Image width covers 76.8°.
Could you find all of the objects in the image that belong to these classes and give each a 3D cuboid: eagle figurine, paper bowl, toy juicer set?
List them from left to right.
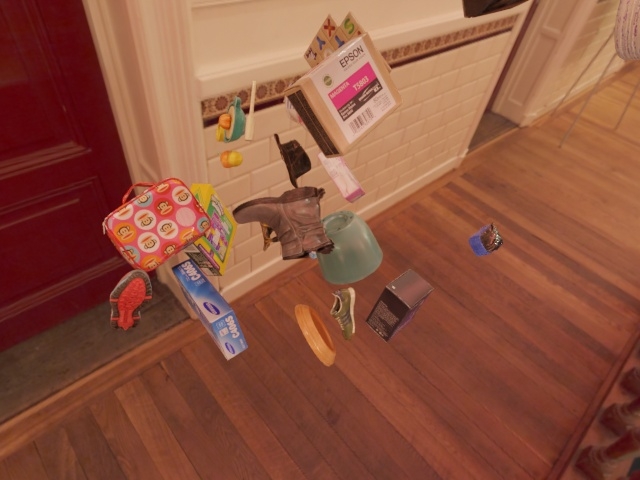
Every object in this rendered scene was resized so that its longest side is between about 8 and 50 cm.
[{"bbox_3d":[-0.298,-0.364,1.363,0.089,0.329,0.209,5,73,-28],"label":"toy juicer set"},{"bbox_3d":[-0.088,-0.050,1.547,0.298,0.226,0.225,-13,38,13],"label":"eagle figurine"},{"bbox_3d":[0.910,-0.623,1.050,0.284,0.284,0.148,-27,36,-30],"label":"paper bowl"}]

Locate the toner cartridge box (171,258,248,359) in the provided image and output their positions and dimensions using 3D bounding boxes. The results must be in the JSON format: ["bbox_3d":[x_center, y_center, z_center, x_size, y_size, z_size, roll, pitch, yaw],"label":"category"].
[{"bbox_3d":[-0.357,0.206,1.277,0.075,0.165,0.348,-30,38,-23],"label":"toner cartridge box"}]

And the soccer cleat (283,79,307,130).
[{"bbox_3d":[-0.081,-0.560,1.782,0.116,0.143,0.331,9,48,-35],"label":"soccer cleat"}]

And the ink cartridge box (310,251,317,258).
[{"bbox_3d":[0.000,0.000,2.105,0.104,0.181,0.061,-17,46,-40],"label":"ink cartridge box"}]

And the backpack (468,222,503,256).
[{"bbox_3d":[0.619,0.009,1.533,0.120,0.101,0.098,-32,88,-38],"label":"backpack"}]

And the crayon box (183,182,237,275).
[{"bbox_3d":[-0.548,-0.045,1.969,0.106,0.363,0.313,0,59,12],"label":"crayon box"}]

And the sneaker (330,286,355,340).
[{"bbox_3d":[0.071,0.260,1.415,0.086,0.192,0.064,-2,8,-26],"label":"sneaker"}]

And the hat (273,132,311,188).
[{"bbox_3d":[-0.129,-0.431,2.144,0.133,0.331,0.331,-24,52,-6],"label":"hat"}]

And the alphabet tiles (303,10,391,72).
[{"bbox_3d":[0.075,-0.527,1.295,0.011,0.285,0.343,-25,79,-42],"label":"alphabet tiles"}]

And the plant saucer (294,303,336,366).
[{"bbox_3d":[-0.009,0.271,1.189,0.037,0.200,0.200,-32,53,4],"label":"plant saucer"}]

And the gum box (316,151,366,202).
[{"bbox_3d":[0.069,-0.224,1.348,0.062,0.107,0.188,-34,78,13],"label":"gum box"}]

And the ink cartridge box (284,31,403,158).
[{"bbox_3d":[0.062,-0.344,0.970,0.234,0.193,0.088,-45,26,-18],"label":"ink cartridge box"}]

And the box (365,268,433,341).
[{"bbox_3d":[0.269,0.224,1.390,0.153,0.207,0.108,-27,60,-39],"label":"box"}]

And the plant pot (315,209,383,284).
[{"bbox_3d":[0.104,0.010,1.792,0.293,0.235,0.293,-18,29,10],"label":"plant pot"}]

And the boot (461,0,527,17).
[{"bbox_3d":[0.233,-0.620,0.683,0.146,0.445,0.367,-32,27,-1],"label":"boot"}]

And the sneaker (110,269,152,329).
[{"bbox_3d":[-0.566,0.152,1.179,0.104,0.262,0.125,6,47,-35],"label":"sneaker"}]

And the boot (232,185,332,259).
[{"bbox_3d":[-0.139,-0.036,1.339,0.338,0.223,0.118,-12,-3,28],"label":"boot"}]

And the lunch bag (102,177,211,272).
[{"bbox_3d":[-0.536,-0.066,1.315,0.293,0.120,0.258,-39,100,-28],"label":"lunch bag"}]
